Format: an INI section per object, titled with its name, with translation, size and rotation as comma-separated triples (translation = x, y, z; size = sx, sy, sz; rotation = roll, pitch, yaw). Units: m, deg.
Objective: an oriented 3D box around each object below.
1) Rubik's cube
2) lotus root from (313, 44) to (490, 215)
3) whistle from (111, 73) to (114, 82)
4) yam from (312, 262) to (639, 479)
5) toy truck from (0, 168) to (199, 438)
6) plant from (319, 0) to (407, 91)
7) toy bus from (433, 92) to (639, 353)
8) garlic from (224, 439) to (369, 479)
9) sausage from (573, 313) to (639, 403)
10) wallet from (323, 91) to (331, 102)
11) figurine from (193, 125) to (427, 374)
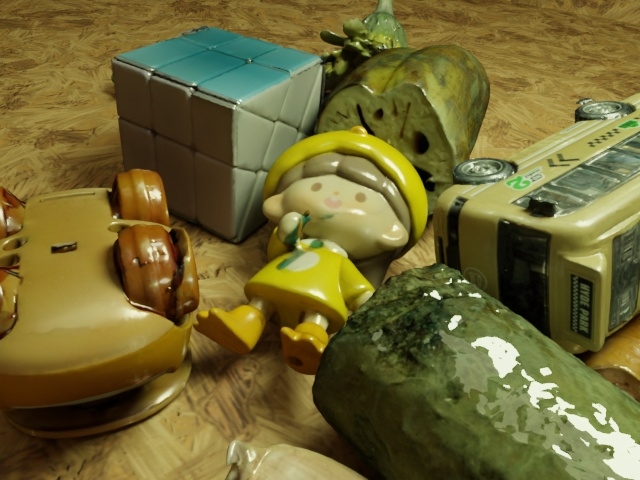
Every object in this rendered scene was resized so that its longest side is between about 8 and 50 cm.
[Rubik's cube]
translation = -0.148, -0.170, 0.855
size = 0.225, 0.221, 0.231
rotation = 23, 39, 21
[lotus root]
translation = 0.151, -0.194, 0.918
size = 0.251, 0.250, 0.346
rotation = 19, 39, 18
[whistle]
translation = -0.334, -0.354, 1.200
size = 0.105, 0.085, 0.227
rotation = 30, 44, 29
[yam]
translation = 0.144, 0.161, 0.460
size = 0.195, 0.195, 0.300
rotation = -22, 45, -33
[toy truck]
translation = -0.231, 0.053, 0.551
size = 0.205, 0.211, 0.288
rotation = -10, 35, -20
[plant]
translation = 0.144, -0.384, 1.158
size = 0.261, 0.306, 0.297
rotation = 36, 83, 4
[toy bus]
translation = 0.305, -0.031, 0.614
size = 0.366, 0.176, 0.202
rotation = -27, 31, -24
[garlic]
translation = -0.012, 0.259, 0.387
size = 0.218, 0.110, 0.227
rotation = 1, 45, -25
[sausage]
translation = 0.340, 0.102, 0.640
size = 0.109, 0.108, 0.270
rotation = 19, 38, 18
[wallet]
translation = -0.021, -0.242, 1.106
size = 0.263, 0.071, 0.221
rotation = 14, 37, 23
[figurine]
translation = 0.000, 0.000, 0.683
size = 0.215, 0.187, 0.343
rotation = 24, 47, 9
